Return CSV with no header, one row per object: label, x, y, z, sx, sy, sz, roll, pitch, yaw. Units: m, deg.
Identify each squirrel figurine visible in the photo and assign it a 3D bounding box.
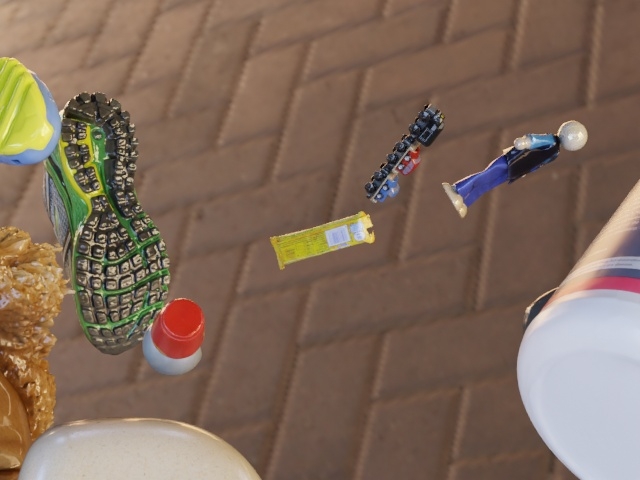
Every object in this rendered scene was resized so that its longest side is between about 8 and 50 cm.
squirrel figurine,-0.471,0.115,1.946,0.281,0.370,0.397,-14,11,33

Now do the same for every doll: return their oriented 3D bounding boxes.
doll,0.245,-0.095,2.096,0.189,0.129,0.046,-30,73,4

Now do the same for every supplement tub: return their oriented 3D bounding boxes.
supplement tub,0.270,0.038,1.105,0.191,0.191,0.272,9,45,40

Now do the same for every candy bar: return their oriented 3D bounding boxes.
candy bar,0.000,0.000,1.947,0.161,0.040,0.018,-16,0,43

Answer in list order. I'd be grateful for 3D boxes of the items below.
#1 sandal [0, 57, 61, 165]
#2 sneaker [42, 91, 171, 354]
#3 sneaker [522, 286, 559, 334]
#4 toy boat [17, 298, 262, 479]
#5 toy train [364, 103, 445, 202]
sandal,-0.401,-0.159,2.142,0.126,0.138,0.317,-56,37,-3
sneaker,-0.293,-0.016,2.249,0.134,0.343,0.146,-3,-11,-28
sneaker,0.303,0.078,1.403,0.286,0.130,0.109,6,78,24
toy boat,-0.169,0.219,1.745,0.267,0.148,0.318,12,71,-7
toy train,0.097,-0.095,1.916,0.158,0.036,0.027,-53,-2,42
